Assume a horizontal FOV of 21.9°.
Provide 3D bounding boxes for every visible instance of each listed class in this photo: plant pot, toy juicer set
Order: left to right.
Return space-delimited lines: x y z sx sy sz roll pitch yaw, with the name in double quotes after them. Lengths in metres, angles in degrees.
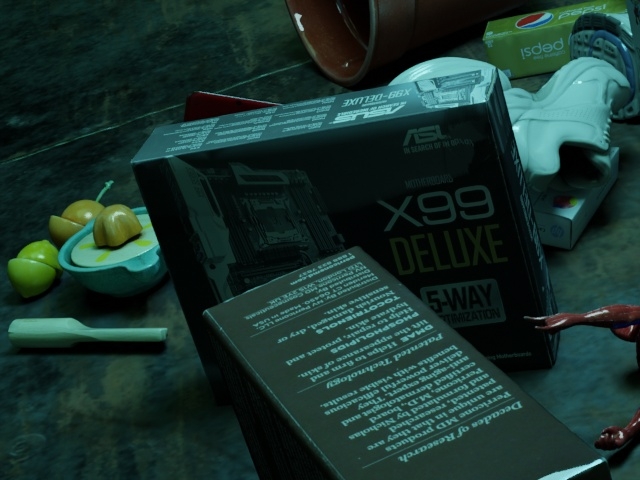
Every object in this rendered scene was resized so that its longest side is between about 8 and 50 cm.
-0.239 0.014 1.707 0.209 0.089 0.329 -12 26 11 "toy juicer set"
0.117 -0.359 2.073 0.265 0.272 0.272 -18 24 -20 "plant pot"

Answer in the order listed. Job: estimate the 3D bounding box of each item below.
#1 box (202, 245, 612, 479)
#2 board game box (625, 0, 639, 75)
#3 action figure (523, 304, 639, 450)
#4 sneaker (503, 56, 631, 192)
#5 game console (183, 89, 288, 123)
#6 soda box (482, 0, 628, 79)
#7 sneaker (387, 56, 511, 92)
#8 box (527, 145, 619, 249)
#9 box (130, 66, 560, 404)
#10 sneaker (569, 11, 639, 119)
0.059 0.162 1.083 0.143 0.191 0.381 -23 26 -11 "box"
0.390 -0.166 1.410 0.224 0.303 0.097 -24 26 -14 "board game box"
0.242 0.116 1.173 0.139 0.091 0.280 -12 24 -9 "action figure"
0.236 -0.095 1.553 0.115 0.090 0.232 43 43 19 "sneaker"
-0.077 -0.123 1.812 0.144 0.085 0.124 9 13 -3 "game console"
0.285 -0.236 1.919 0.181 0.058 0.061 -9 26 17 "soda box"
0.080 -0.090 1.732 0.305 0.114 0.152 -23 48 -17 "sneaker"
0.178 -0.059 1.596 0.186 0.038 0.145 11 35 24 "box"
0.026 0.002 1.377 0.307 0.242 0.076 -8 26 19 "box"
0.380 -0.179 1.719 0.129 0.111 0.297 -15 24 -33 "sneaker"
